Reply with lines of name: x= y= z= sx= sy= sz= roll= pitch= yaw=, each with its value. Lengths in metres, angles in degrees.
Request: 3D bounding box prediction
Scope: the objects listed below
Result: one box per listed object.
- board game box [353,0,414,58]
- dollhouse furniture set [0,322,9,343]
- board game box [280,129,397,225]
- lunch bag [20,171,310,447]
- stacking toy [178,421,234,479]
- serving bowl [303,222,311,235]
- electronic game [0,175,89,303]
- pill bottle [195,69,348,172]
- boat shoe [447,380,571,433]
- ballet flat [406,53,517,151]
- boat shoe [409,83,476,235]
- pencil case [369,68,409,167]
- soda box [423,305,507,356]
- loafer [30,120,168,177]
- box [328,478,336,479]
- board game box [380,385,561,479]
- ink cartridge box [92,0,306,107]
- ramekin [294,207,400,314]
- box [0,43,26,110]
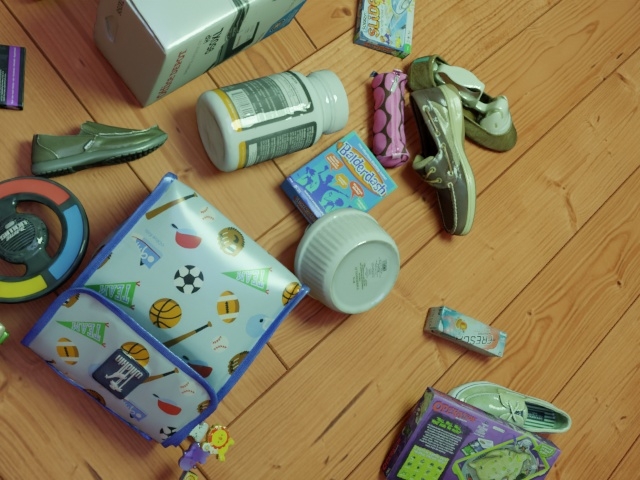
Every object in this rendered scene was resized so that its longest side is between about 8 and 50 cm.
board game box: x=0.153 y=-0.542 z=1.489 sx=0.136 sy=0.035 sz=0.201 roll=10 pitch=78 yaw=-21
dollhouse furniture set: x=-0.585 y=0.125 z=0.924 sx=0.197 sy=0.301 sz=0.151 roll=48 pitch=65 yaw=-12
board game box: x=0.042 y=-0.116 z=1.351 sx=0.210 sy=0.047 sz=0.160 roll=-40 pitch=92 yaw=-29
lunch bag: x=-0.266 y=0.126 z=1.106 sx=0.328 sy=0.239 sz=0.385 roll=42 pitch=84 yaw=-12
stacking toy: x=-0.243 y=0.411 z=1.095 sx=0.052 sy=0.167 sz=0.221 roll=35 pitch=71 yaw=-19
serving bowl: x=0.000 y=0.000 z=1.338 sx=0.083 sy=0.027 sz=0.083 roll=8 pitch=69 yaw=-22
electronic game: x=-0.511 y=-0.004 z=1.079 sx=0.229 sy=0.048 sz=0.229 roll=0 pitch=70 yaw=-1
pill bottle: x=-0.094 y=-0.248 z=1.270 sx=0.278 sy=0.162 sz=0.162 roll=-21 pitch=90 yaw=-25
boat shoe: x=0.425 y=0.378 z=1.422 sx=0.302 sy=0.094 sz=0.109 roll=11 pitch=78 yaw=-21
ballet flat: x=0.359 y=-0.328 z=1.493 sx=0.342 sy=0.124 sz=0.116 roll=34 pitch=70 yaw=-15
boat shoe: x=0.260 y=-0.172 z=1.420 sx=0.123 sy=0.123 sz=0.342 roll=-11 pitch=100 yaw=-14
pencil case: x=0.156 y=-0.270 z=1.413 sx=0.095 sy=0.098 sz=0.210 roll=1 pitch=82 yaw=-23
soda box: x=0.327 y=0.207 z=1.426 sx=0.183 sy=0.063 sz=0.058 roll=23 pitch=73 yaw=-18
loafer: x=-0.407 y=-0.183 z=1.163 sx=0.251 sy=0.094 sz=0.088 roll=-17 pitch=92 yaw=-24
box: x=-0.010 y=0.581 z=1.100 sx=0.279 sy=0.290 sz=0.177 roll=-18 pitch=88 yaw=-25
board game box: x=0.324 y=0.466 z=1.351 sx=0.346 sy=0.056 sz=0.208 roll=27 pitch=101 yaw=-17
ink cartridge box: x=-0.202 y=-0.448 z=1.188 sx=0.395 sy=0.285 sz=0.166 roll=-38 pitch=97 yaw=-23
ramekin: x=0.061 y=0.048 z=1.263 sx=0.207 sy=0.109 sz=0.207 roll=-15 pitch=121 yaw=-26
box: x=-0.617 y=-0.298 z=1.130 sx=0.162 sy=0.029 sz=0.116 roll=3 pitch=80 yaw=-24
